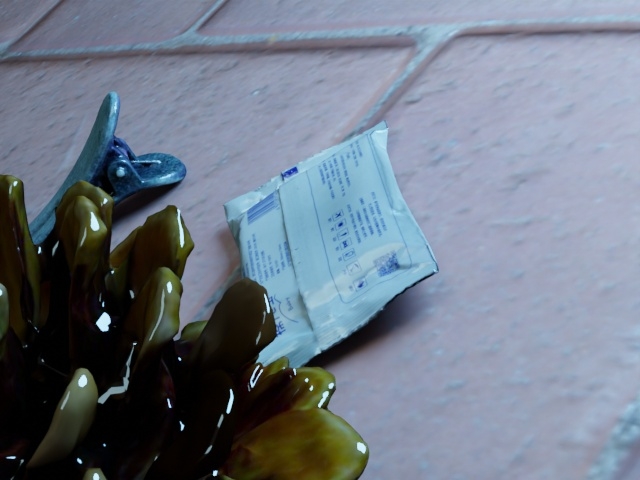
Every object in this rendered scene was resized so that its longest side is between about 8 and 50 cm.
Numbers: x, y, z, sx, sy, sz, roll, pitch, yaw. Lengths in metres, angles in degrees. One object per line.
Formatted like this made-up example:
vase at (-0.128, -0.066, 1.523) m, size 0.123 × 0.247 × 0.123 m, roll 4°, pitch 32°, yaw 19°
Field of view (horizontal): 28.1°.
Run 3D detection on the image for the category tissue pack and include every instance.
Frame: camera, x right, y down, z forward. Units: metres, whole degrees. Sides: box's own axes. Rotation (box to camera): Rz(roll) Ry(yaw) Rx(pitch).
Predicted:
tissue pack at (0.000, 0.000, 0.753) m, size 0.123 × 0.026 × 0.193 m, roll -29°, pitch 31°, yaw 10°

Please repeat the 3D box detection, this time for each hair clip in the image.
hair clip at (-0.226, 0.008, 0.933) m, size 0.275 × 0.083 × 0.048 m, roll -39°, pitch 36°, yaw 7°

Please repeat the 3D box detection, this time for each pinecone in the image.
pinecone at (-0.119, 0.086, 0.533) m, size 0.264 × 0.264 × 0.264 m, roll -24°, pitch 33°, yaw 17°
